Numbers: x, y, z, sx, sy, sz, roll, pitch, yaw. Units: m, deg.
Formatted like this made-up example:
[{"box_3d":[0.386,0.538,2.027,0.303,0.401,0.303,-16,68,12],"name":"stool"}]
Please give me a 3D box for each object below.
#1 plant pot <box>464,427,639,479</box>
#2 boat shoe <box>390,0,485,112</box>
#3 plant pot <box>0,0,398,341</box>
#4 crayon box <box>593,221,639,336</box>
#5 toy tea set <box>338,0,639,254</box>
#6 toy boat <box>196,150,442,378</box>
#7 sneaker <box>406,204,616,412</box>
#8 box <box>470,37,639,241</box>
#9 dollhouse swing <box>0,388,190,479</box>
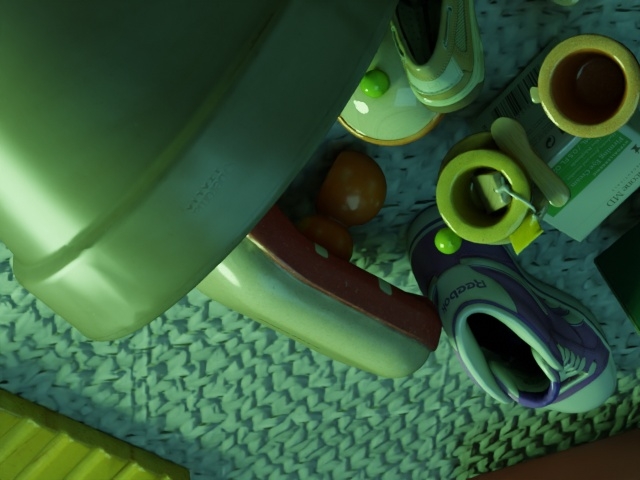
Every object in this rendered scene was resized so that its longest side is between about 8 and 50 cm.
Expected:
[{"box_3d":[0.293,0.294,1.561,0.243,0.275,0.275,-25,132,-6],"name":"plant pot"},{"box_3d":[0.065,-0.180,1.119,0.068,0.190,0.072,-24,150,17],"name":"boat shoe"},{"box_3d":[-0.156,-0.144,1.039,0.280,0.323,0.323,37,113,-19],"name":"plant pot"},{"box_3d":[0.457,0.011,1.424,0.313,0.106,0.363,-42,138,18],"name":"crayon box"},{"box_3d":[0.149,-0.142,1.169,0.200,0.124,0.336,46,111,5],"name":"toy tea set"},{"box_3d":[0.000,0.000,1.309,0.231,0.151,0.151,29,82,-27],"name":"toy boat"},{"box_3d":[0.174,0.104,1.417,0.102,0.161,0.282,-39,130,15],"name":"sneaker"},{"box_3d":[0.189,-0.076,1.305,0.087,0.102,0.101,28,116,-35],"name":"box"},{"box_3d":[-0.265,0.360,1.413,0.347,0.305,0.315,30,117,-33],"name":"dollhouse swing"}]
